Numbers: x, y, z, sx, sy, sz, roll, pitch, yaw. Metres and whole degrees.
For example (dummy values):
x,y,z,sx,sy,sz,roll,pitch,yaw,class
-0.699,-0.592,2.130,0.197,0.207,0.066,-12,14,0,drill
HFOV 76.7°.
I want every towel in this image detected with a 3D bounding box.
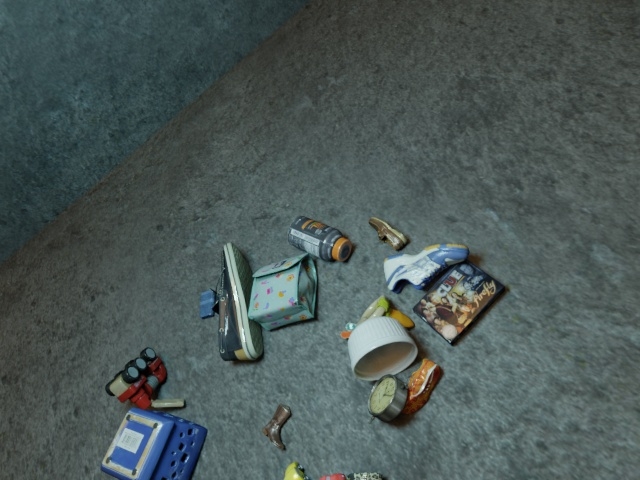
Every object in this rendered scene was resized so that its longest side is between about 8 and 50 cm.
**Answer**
x,y,z,sx,sy,sz,roll,pitch,yaw,class
-0.475,0.269,1.704,0.067,0.029,0.120,-18,55,17,towel

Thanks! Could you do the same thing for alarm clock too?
x,y,z,sx,sy,sz,roll,pitch,yaw,class
0.212,0.455,1.188,0.192,0.064,0.129,-51,12,30,alarm clock

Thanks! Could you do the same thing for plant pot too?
x,y,z,sx,sy,sz,roll,pitch,yaw,class
-0.568,0.704,1.365,0.235,0.212,0.236,3,57,27,plant pot

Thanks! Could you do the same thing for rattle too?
x,y,z,sx,sy,sz,roll,pitch,yaw,class
0.186,0.292,1.362,0.200,0.142,0.130,-51,19,11,rattle

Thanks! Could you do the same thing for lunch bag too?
x,y,z,sx,sy,sz,roll,pitch,yaw,class
-0.137,0.173,1.514,0.223,0.160,0.262,-19,47,24,lunch bag

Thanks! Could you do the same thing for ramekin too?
x,y,z,sx,sy,sz,roll,pitch,yaw,class
0.182,0.326,1.240,0.207,0.207,0.109,-29,44,9,ramekin

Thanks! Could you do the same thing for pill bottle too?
x,y,z,sx,sy,sz,roll,pitch,yaw,class
0.000,0.000,1.563,0.245,0.130,0.131,23,74,34,pill bottle

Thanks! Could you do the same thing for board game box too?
x,y,z,sx,sy,sz,roll,pitch,yaw,class
0.436,0.189,1.289,0.243,0.042,0.165,-45,52,-4,board game box

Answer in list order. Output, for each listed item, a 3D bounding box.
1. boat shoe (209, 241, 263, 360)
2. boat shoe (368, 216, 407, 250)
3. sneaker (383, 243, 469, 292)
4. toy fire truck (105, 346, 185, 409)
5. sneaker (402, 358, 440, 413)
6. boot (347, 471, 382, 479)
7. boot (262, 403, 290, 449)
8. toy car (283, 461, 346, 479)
x,y,z,sx,sy,sz,roll,pitch,yaw,class
-0.343,0.229,1.570,0.155,0.187,0.501,-20,60,8,boat shoe
0.239,-0.027,1.501,0.060,0.064,0.178,-46,55,-7,boat shoe
0.353,0.099,1.342,0.296,0.111,0.131,-19,60,35,sneaker
-0.642,0.555,1.548,0.158,0.246,0.217,-38,8,9,toy fire truck
0.293,0.440,1.214,0.175,0.064,0.067,-51,31,-12,sneaker
0.081,0.752,1.117,0.236,0.085,0.179,-20,48,20,boot
-0.126,0.609,1.330,0.106,0.037,0.114,29,73,34,boot
-0.048,0.755,1.136,0.239,0.053,0.225,-14,45,42,toy car
